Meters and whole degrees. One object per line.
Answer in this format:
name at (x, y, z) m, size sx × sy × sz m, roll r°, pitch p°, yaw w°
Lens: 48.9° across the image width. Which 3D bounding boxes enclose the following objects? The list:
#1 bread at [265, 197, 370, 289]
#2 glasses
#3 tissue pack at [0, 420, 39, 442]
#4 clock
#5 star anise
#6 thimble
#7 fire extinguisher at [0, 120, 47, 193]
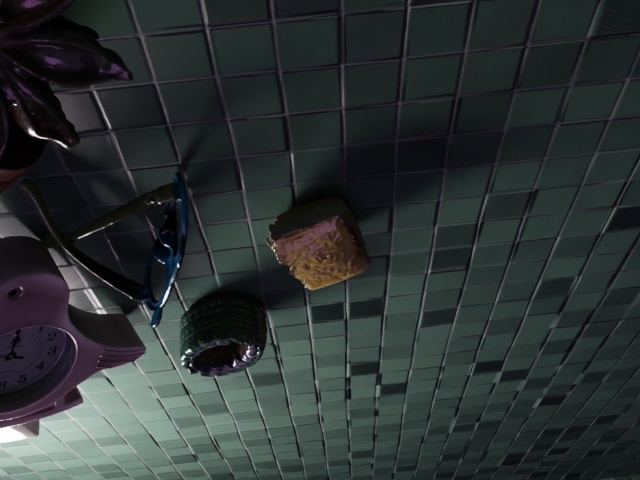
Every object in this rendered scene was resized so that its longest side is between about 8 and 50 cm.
bread at (0.000, 0.000, 0.898) m, size 0.106 × 0.082 × 0.125 m, roll -26°, pitch 133°, yaw 9°
glasses at (-0.246, -0.017, 0.847) m, size 0.207 × 0.102 × 0.239 m, roll 31°, pitch 140°, yaw -5°
tissue pack at (-0.572, 0.236, 1.106) m, size 0.185 × 0.124 × 0.225 m, roll -9°, pitch 147°, yaw -2°
clock at (-0.370, 0.129, 0.957) m, size 0.290 × 0.080 × 0.275 m, roll 2°, pitch 125°, yaw -49°
star anise at (-0.277, -0.160, 0.547) m, size 0.223 × 0.109 × 0.236 m, roll -26°, pitch 126°, yaw -30°
thimble at (-0.151, 0.145, 1.075) m, size 0.118 × 0.090 × 0.135 m, roll 20°, pitch 137°, yaw -36°
fire extinguisher at (-0.425, -0.039, 0.711) m, size 0.337 × 0.135 × 0.114 m, roll -29°, pitch 105°, yaw 31°
